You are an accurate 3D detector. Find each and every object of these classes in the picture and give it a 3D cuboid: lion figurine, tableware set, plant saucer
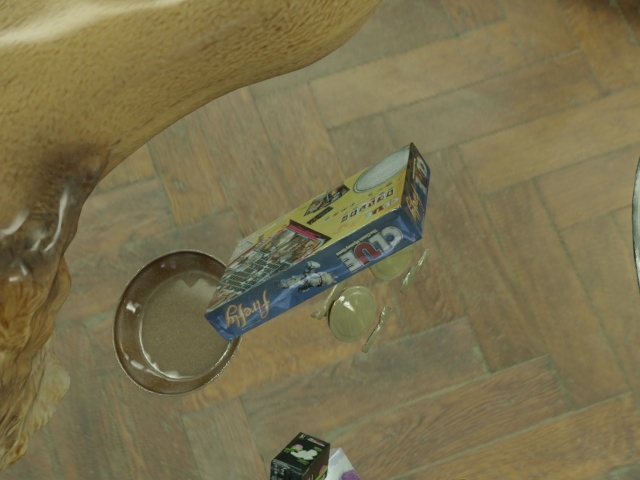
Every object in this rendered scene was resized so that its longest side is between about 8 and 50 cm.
[{"bbox_3d":[-0.088,-0.082,0.369,0.392,0.142,0.240,-36,72,18],"label":"lion figurine"},{"bbox_3d":[0.068,0.059,1.374,0.039,0.128,0.194,22,77,50],"label":"tableware set"},{"bbox_3d":[-0.184,0.111,1.238,0.198,0.036,0.199,-6,72,18],"label":"plant saucer"}]

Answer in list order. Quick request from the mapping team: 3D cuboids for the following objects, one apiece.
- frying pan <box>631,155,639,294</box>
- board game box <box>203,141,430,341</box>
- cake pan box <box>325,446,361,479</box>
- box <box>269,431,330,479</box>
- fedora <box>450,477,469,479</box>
[{"bbox_3d":[0.234,0.084,0.411,0.197,0.053,0.326,-31,95,-43],"label":"frying pan"},{"bbox_3d":[0.000,0.000,0.985,0.243,0.165,0.042,-29,110,22],"label":"board game box"},{"bbox_3d":[0.000,0.496,1.441,0.267,0.070,0.246,-33,92,-44],"label":"cake pan box"},{"bbox_3d":[-0.029,0.319,1.295,0.052,0.062,0.083,17,28,24],"label":"box"},{"bbox_3d":[0.145,0.374,1.086,0.079,0.194,0.194,31,71,37],"label":"fedora"}]
